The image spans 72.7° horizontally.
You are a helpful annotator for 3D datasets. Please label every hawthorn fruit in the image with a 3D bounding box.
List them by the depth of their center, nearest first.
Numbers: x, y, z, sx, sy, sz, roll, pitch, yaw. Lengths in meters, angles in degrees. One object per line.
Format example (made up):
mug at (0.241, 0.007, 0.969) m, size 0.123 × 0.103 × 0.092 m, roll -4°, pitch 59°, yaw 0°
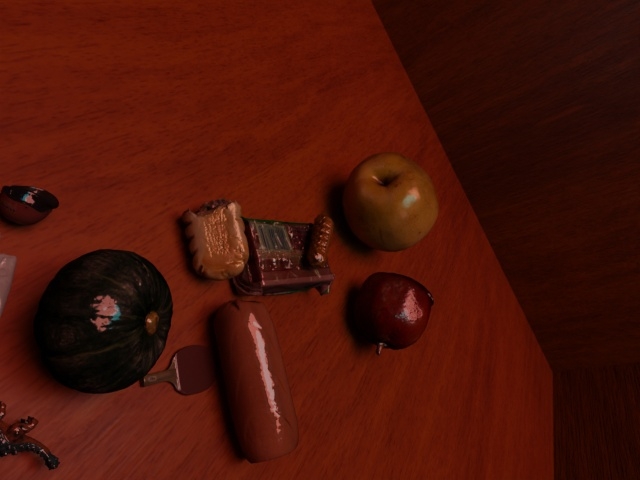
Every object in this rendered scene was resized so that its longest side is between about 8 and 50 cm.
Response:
hawthorn fruit at (0.194, 0.210, 1.227) m, size 0.215 × 0.215 × 0.249 m, roll 40°, pitch 57°, yaw -34°

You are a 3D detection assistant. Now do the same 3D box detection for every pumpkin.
pumpkin at (-0.311, 0.115, 0.639) m, size 0.212 × 0.152 × 0.211 m, roll 10°, pitch 90°, yaw -76°

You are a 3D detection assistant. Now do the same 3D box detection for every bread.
bread at (-0.211, -0.005, 0.881) m, size 0.120 × 0.084 × 0.177 m, roll -8°, pitch 78°, yaw -18°
bread at (0.000, 0.000, 1.039) m, size 0.052 × 0.044 × 0.157 m, roll 36°, pitch 42°, yaw -25°

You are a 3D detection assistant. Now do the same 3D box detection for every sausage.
sausage at (-0.127, 0.259, 0.838) m, size 0.121 × 0.121 × 0.304 m, roll -4°, pitch 76°, yaw -54°

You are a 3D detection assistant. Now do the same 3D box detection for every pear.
pear at (0.213, -0.117, 1.342) m, size 0.314 × 0.315 × 0.314 m, roll 29°, pitch 51°, yaw -43°

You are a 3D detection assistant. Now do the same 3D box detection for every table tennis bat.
table tennis bat at (-0.249, 0.237, 0.781) m, size 0.157 × 0.013 × 0.086 m, roll 3°, pitch 72°, yaw -54°

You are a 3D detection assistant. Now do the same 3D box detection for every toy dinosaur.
toy dinosaur at (-0.394, 0.244, 0.547) m, size 0.154 × 0.049 × 0.055 m, roll 46°, pitch 38°, yaw -21°

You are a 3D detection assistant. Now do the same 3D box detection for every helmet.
helmet at (-0.437, -0.048, 0.646) m, size 0.065 × 0.049 × 0.084 m, roll 34°, pitch 8°, yaw 4°

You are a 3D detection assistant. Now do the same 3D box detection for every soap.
soap at (-0.093, 0.034, 1.022) m, size 0.273 × 0.098 × 0.217 m, roll 2°, pitch 71°, yaw -53°

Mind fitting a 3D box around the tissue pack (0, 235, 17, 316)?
tissue pack at (-0.444, 0.094, 0.469) m, size 0.145 × 0.159 × 0.229 m, roll 39°, pitch 44°, yaw -42°
